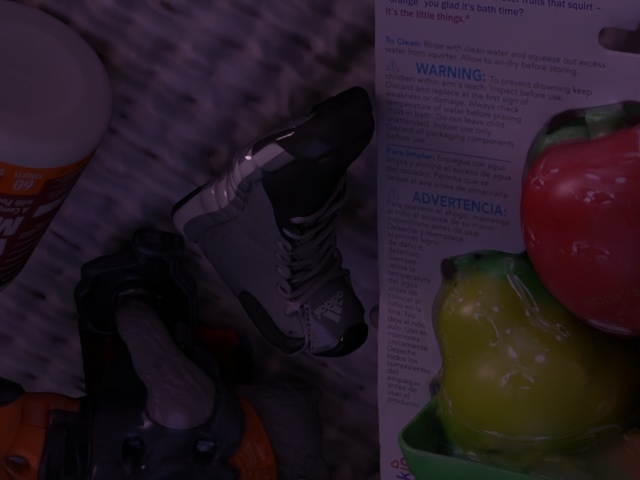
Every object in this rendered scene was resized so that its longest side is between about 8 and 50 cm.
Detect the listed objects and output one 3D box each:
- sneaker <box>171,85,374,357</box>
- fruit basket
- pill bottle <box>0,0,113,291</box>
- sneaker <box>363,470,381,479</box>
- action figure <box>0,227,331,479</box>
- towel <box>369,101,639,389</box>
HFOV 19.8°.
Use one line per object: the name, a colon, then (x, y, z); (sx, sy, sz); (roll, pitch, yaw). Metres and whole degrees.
sneaker: (0.000, 0.000, 1.056); (0.132, 0.086, 0.228); (59, 157, 0)
fruit basket: (0.180, 0.037, 0.976); (0.327, 0.165, 0.353); (10, 109, 26)
pill bottle: (-0.222, -0.036, 1.135); (0.121, 0.121, 0.221); (31, 133, -9)
sneaker: (0.094, 0.281, 1.262); (0.235, 0.094, 0.153); (48, 154, 35)
action figure: (-0.150, 0.174, 1.240); (0.330, 0.178, 0.341); (-14, 135, -4)
towel: (0.234, 0.079, 1.081); (0.332, 0.053, 0.317); (45, 132, -2)
